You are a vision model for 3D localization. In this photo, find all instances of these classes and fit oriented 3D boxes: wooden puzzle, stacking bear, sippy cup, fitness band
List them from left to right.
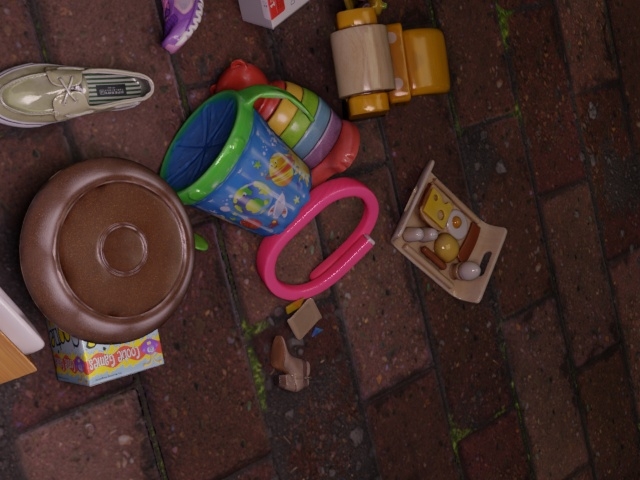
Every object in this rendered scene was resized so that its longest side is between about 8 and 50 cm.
[{"bbox_3d":[-0.143,-0.126,1.685,0.224,0.305,0.240,33,49,-32],"label":"sippy cup"},{"bbox_3d":[-0.082,-0.247,1.803,0.289,0.175,0.164,33,45,-23],"label":"stacking bear"},{"bbox_3d":[-0.035,0.163,1.890,0.078,0.014,0.116,-37,130,-25],"label":"wooden puzzle"},{"bbox_3d":[0.000,0.000,1.838,0.291,0.054,0.209,-44,137,2],"label":"fitness band"}]

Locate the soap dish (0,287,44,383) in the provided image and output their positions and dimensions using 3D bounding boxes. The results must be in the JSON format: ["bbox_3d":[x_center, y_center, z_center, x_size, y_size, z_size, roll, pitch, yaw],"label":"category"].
[{"bbox_3d":[-0.561,0.084,1.363,0.118,0.229,0.291,-42,114,-14],"label":"soap dish"}]

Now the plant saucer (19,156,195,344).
[{"bbox_3d":[-0.329,0.015,1.470,0.310,0.050,0.310,3,85,-39],"label":"plant saucer"}]

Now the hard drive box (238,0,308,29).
[{"bbox_3d":[-0.071,-0.568,1.821,0.232,0.089,0.181,-46,144,-30],"label":"hard drive box"}]

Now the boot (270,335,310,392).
[{"bbox_3d":[-0.059,0.255,1.867,0.087,0.042,0.118,4,86,-45],"label":"boot"}]

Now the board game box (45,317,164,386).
[{"bbox_3d":[-0.386,0.093,1.542,0.142,0.144,0.275,-14,95,-38],"label":"board game box"}]

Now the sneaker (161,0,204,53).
[{"bbox_3d":[-0.272,-0.467,1.705,0.104,0.095,0.236,24,68,-29],"label":"sneaker"}]

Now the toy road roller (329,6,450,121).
[{"bbox_3d":[0.151,-0.368,1.881,0.241,0.329,0.202,-9,94,4],"label":"toy road roller"}]

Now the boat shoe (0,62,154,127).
[{"bbox_3d":[-0.432,-0.262,1.555,0.302,0.094,0.109,-16,98,-38],"label":"boat shoe"}]

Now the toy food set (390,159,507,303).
[{"bbox_3d":[0.314,-0.019,2.143,0.306,0.092,0.219,39,65,-31],"label":"toy food set"}]

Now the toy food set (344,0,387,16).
[{"bbox_3d":[0.099,-0.556,1.953,0.218,0.071,0.128,65,37,-53],"label":"toy food set"}]
